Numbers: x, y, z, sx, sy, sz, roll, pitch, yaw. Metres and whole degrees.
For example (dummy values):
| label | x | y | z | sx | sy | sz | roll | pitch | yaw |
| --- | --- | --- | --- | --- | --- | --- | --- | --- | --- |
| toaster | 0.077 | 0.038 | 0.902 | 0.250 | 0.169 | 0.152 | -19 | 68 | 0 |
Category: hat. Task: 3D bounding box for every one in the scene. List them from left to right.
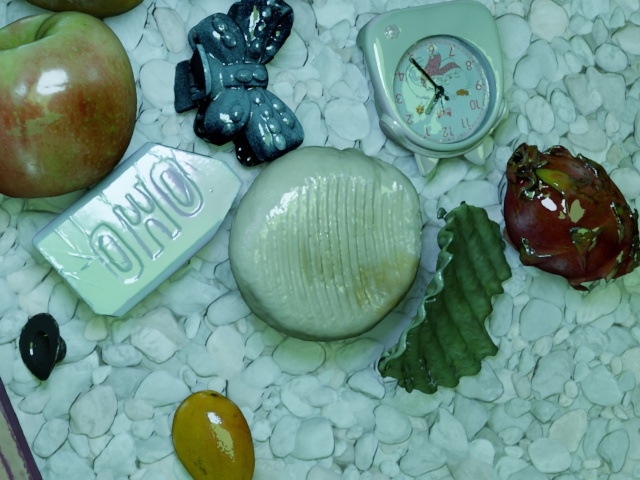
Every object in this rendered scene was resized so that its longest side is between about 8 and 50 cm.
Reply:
| label | x | y | z | sx | sy | sz | roll | pitch | yaw |
| --- | --- | --- | --- | --- | --- | --- | --- | --- | --- |
| hat | -0.480 | 0.188 | 1.764 | 0.050 | 0.121 | 0.121 | 10 | 86 | -52 |

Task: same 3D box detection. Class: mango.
| label | x | y | z | sx | sy | sz | roll | pitch | yaw |
| --- | --- | --- | --- | --- | --- | --- | --- | --- | --- |
| mango | -0.191 | 0.380 | 1.812 | 0.141 | 0.102 | 0.217 | -16 | 91 | -7 |

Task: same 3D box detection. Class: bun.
| label | x | y | z | sx | sy | sz | roll | pitch | yaw |
| --- | --- | --- | --- | --- | --- | --- | --- | --- | --- |
| bun | 0.000 | 0.000 | 1.806 | 0.365 | 0.219 | 0.365 | -3 | 101 | -18 |

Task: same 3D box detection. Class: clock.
| label | x | y | z | sx | sy | sz | roll | pitch | yaw |
| --- | --- | --- | --- | --- | --- | --- | --- | --- | --- |
| clock | 0.219 | -0.289 | 1.921 | 0.265 | 0.109 | 0.324 | -10 | 92 | -15 |

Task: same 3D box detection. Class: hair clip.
| label | x | y | z | sx | sy | sz | roll | pitch | yaw |
| --- | --- | --- | --- | --- | --- | --- | --- | --- | --- |
| hair clip | -0.150 | -0.289 | 1.804 | 0.206 | 0.194 | 0.310 | -3 | 88 | -26 |

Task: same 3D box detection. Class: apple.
| label | x | y | z | sx | sy | sz | roll | pitch | yaw |
| --- | --- | --- | --- | --- | --- | --- | --- | --- | --- |
| apple | -0.453 | -0.215 | 1.654 | 0.319 | 0.319 | 0.277 | -26 | 121 | -13 |

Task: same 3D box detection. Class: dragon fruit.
| label | x | y | z | sx | sy | sz | roll | pitch | yaw |
| --- | --- | --- | --- | --- | --- | --- | --- | --- | --- |
| dragon fruit | 0.470 | -0.044 | 1.920 | 0.315 | 0.250 | 0.250 | 27 | 82 | -32 |

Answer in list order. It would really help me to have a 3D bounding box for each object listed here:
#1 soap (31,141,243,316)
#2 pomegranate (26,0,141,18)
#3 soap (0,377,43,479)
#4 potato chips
| label | x | y | z | sx | sy | sz | roll | pitch | yaw |
| --- | --- | --- | --- | --- | --- | --- | --- | --- | --- |
| soap | -0.312 | -0.035 | 1.782 | 0.347 | 0.115 | 0.208 | -41 | 99 | -11 |
| pomegranate | -0.401 | -0.513 | 1.687 | 0.308 | 0.307 | 0.307 | 0 | 89 | -14 |
| soap | -0.604 | 0.414 | 1.698 | 0.233 | 0.128 | 0.359 | -22 | 93 | -13 |
| potato chips | 0.245 | 0.114 | 1.837 | 0.097 | 0.389 | 0.373 | 19 | 87 | 30 |
